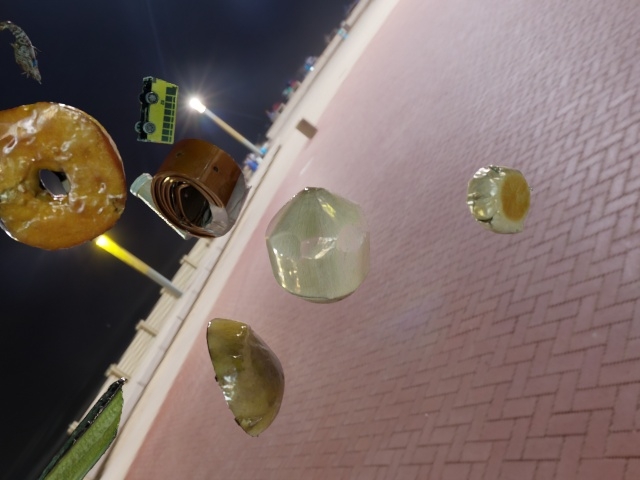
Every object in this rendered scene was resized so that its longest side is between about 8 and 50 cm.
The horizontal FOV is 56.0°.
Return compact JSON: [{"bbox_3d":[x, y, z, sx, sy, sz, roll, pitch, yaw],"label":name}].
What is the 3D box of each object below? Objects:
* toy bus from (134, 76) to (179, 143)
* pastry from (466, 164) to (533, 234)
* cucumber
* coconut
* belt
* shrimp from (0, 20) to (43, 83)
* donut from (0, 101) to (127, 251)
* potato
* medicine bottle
[{"bbox_3d":[-0.452,-0.359,1.672,0.088,0.101,0.175,17,102,54],"label":"toy bus"},{"bbox_3d":[0.396,-0.090,1.329,0.166,0.166,0.088,-56,25,-19],"label":"pastry"},{"bbox_3d":[-0.384,0.330,0.994,0.046,0.071,0.220,-2,38,36],"label":"cucumber"},{"bbox_3d":[0.000,0.000,1.193,0.224,0.224,0.234,-78,-12,-65],"label":"coconut"},{"bbox_3d":[-0.242,-0.099,1.225,0.261,0.184,0.105,105,-174,-62],"label":"belt"},{"bbox_3d":[-0.771,-0.493,1.562,0.076,0.174,0.082,-29,45,-9],"label":"shrimp"},{"bbox_3d":[-0.443,-0.109,0.998,0.253,0.253,0.118,-49,29,16],"label":"donut"},{"bbox_3d":[-0.162,0.308,1.427,0.115,0.299,0.239,-25,-3,13],"label":"potato"},{"bbox_3d":[-0.441,-0.095,1.720,0.074,0.218,0.074,-47,-8,-8],"label":"medicine bottle"}]
